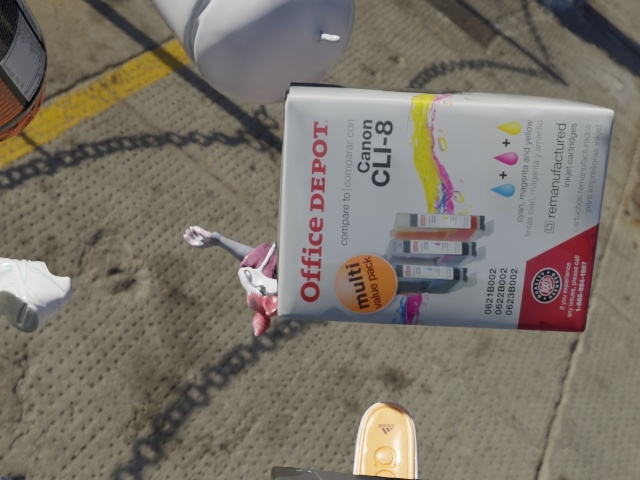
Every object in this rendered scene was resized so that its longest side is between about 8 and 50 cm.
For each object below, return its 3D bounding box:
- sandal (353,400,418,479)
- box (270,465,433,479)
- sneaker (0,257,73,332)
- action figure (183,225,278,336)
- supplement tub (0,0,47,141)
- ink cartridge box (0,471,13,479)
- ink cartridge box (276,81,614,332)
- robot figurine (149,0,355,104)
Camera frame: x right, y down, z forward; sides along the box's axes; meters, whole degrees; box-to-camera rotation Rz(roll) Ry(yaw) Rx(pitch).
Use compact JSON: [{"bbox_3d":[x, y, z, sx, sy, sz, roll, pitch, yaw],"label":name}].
[{"bbox_3d":[0.072,0.302,0.900,0.102,0.076,0.265,-5,53,6],"label":"sandal"},{"bbox_3d":[0.122,0.237,0.413,0.312,0.343,0.179,6,78,-3],"label":"box"},{"bbox_3d":[-0.304,0.042,0.752,0.152,0.054,0.061,21,37,28],"label":"sneaker"},{"bbox_3d":[0.000,0.000,1.085,0.276,0.248,0.370,48,51,-25],"label":"action figure"},{"bbox_3d":[-0.237,-0.131,0.463,0.117,0.190,0.117,1,78,-5],"label":"supplement tub"},{"bbox_3d":[-0.268,0.228,0.483,0.065,0.311,0.186,4,68,-5],"label":"ink cartridge box"},{"bbox_3d":[0.061,-0.026,0.466,0.176,0.128,0.127,2,14,-1],"label":"ink cartridge box"},{"bbox_3d":[-0.094,-0.301,0.896,0.199,0.300,0.353,-26,66,-22],"label":"robot figurine"}]
